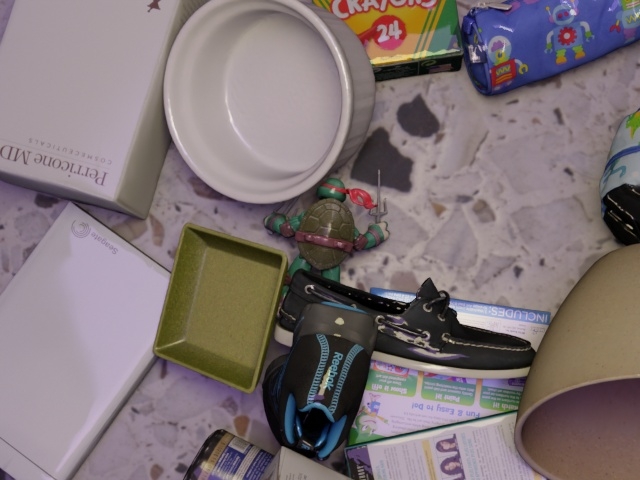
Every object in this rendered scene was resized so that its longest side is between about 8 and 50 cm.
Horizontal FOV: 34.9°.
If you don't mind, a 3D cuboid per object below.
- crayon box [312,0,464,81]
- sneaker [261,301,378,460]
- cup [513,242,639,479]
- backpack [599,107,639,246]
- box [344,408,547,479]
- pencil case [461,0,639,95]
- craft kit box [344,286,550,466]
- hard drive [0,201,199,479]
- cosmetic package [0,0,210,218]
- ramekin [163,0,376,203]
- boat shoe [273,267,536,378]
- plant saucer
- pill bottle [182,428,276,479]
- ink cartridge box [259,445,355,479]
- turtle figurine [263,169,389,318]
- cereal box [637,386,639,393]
[{"bbox_3d":[0.082,-0.391,1.463,0.202,0.081,0.318,-9,81,3],"label":"crayon box"},{"bbox_3d":[-0.020,0.207,1.255,0.125,0.341,0.140,15,57,2],"label":"sneaker"},{"bbox_3d":[0.407,0.144,1.227,0.331,0.331,0.237,8,54,5],"label":"cup"},{"bbox_3d":[0.537,-0.051,1.299,0.355,0.290,0.273,5,73,12],"label":"backpack"},{"bbox_3d":[0.160,0.290,1.315,0.244,0.060,0.100,-12,82,3],"label":"box"},{"bbox_3d":[0.338,-0.306,1.407,0.306,0.119,0.133,-21,121,0],"label":"pencil case"},{"bbox_3d":[0.173,0.203,1.383,0.250,0.061,0.247,9,80,6],"label":"craft kit box"},{"bbox_3d":[-0.362,0.153,1.433,0.233,0.047,0.353,35,85,8],"label":"hard drive"},{"bbox_3d":[-0.303,-0.282,1.435,0.230,0.161,0.453,15,84,7],"label":"cosmetic package"},{"bbox_3d":[-0.060,-0.195,1.370,0.277,0.135,0.277,6,104,25],"label":"ramekin"},{"bbox_3d":[0.113,0.100,1.309,0.340,0.127,0.113,9,96,12],"label":"boat shoe"},{"bbox_3d":[-0.124,0.087,1.356,0.188,0.045,0.188,16,94,36],"label":"plant saucer"},{"bbox_3d":[-0.068,0.348,1.344,0.219,0.123,0.123,26,84,8],"label":"pill bottle"},{"bbox_3d":[-0.002,0.444,1.230,0.272,0.130,0.309,26,115,-9],"label":"ink cartridge box"},{"bbox_3d":[0.000,0.000,1.399,0.175,0.118,0.234,14,89,6],"label":"turtle figurine"},{"bbox_3d":[0.556,0.252,1.350,0.173,0.047,0.240,-32,81,0],"label":"cereal box"}]
